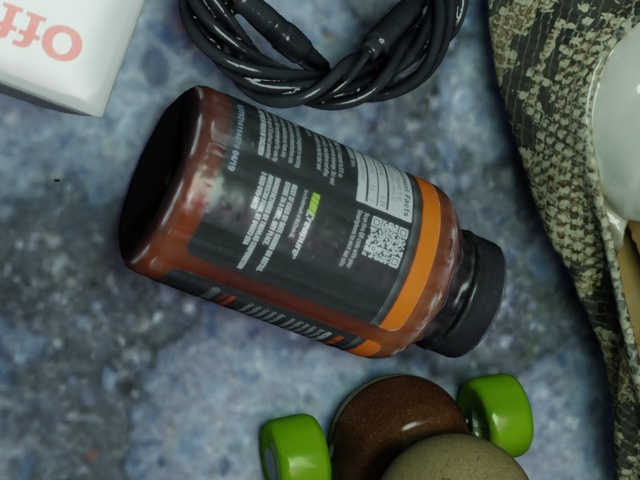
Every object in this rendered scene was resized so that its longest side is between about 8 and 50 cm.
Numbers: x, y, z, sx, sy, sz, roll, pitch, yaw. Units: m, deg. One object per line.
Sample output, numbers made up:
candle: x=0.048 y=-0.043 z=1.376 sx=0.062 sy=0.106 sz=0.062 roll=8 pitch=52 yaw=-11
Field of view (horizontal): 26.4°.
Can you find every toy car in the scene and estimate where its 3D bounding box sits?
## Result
toy car: x=0.070 y=0.160 z=0.732 sx=0.155 sy=0.188 sz=0.149 roll=-10 pitch=101 yaw=-17

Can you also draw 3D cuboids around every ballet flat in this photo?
ballet flat: x=0.226 y=0.025 z=0.769 sx=0.164 sy=0.182 sz=0.482 roll=-19 pitch=103 yaw=-15

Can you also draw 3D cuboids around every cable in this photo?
cable: x=0.014 y=-0.145 z=0.725 sx=0.185 sy=0.047 sz=0.150 roll=-6 pitch=84 yaw=-29

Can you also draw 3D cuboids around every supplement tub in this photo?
supplement tub: x=0.000 y=0.000 z=0.729 sx=0.198 sy=0.106 sz=0.106 roll=23 pitch=90 yaw=-21

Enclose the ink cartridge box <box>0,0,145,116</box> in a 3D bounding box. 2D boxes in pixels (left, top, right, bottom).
ink cartridge box: x=-0.155 y=-0.216 z=0.638 sx=0.198 sy=0.115 sz=0.272 roll=20 pitch=91 yaw=-21
